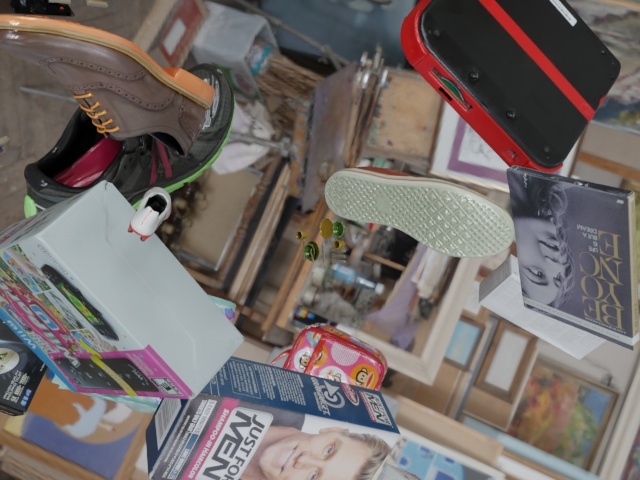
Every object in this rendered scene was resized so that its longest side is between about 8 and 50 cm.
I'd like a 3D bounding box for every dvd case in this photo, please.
[{"bbox_3d":[0.312,0.021,0.846,0.018,0.164,0.221,-33,124,-26],"label":"dvd case"}]

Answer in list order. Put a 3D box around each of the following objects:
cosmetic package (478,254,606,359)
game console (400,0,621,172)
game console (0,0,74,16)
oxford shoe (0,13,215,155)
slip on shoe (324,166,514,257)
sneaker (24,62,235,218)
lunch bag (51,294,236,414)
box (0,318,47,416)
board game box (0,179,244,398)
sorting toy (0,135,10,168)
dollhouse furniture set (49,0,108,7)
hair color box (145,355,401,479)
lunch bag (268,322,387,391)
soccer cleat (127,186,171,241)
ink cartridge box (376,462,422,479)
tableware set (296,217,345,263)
[{"bbox_3d":[0.421,0.126,1.270,0.099,0.239,0.060,-51,-166,41],"label":"cosmetic package"},{"bbox_3d":[0.353,-0.337,1.236,0.342,0.386,0.060,-52,-167,-24],"label":"game console"},{"bbox_3d":[-0.722,-0.500,1.439,0.361,0.213,0.044,-8,109,-33],"label":"game console"},{"bbox_3d":[-0.307,-0.220,0.997,0.363,0.129,0.133,16,89,-48],"label":"oxford shoe"},{"bbox_3d":[0.169,-0.061,1.150,0.101,0.331,0.123,-33,132,-52],"label":"slip on shoe"},{"bbox_3d":[-0.332,-0.186,1.257,0.483,0.185,0.202,-48,162,-29],"label":"sneaker"},{"bbox_3d":[-0.305,0.181,1.189,0.160,0.262,0.224,-26,-134,62],"label":"lunch bag"},{"bbox_3d":[-0.566,0.203,1.219,0.147,0.077,0.180,33,59,-26],"label":"box"},{"bbox_3d":[-0.261,0.070,0.771,0.224,0.303,0.097,54,54,-20],"label":"board game box"},{"bbox_3d":[-0.657,-0.128,1.280,0.132,0.046,0.274,-33,-166,17],"label":"sorting toy"},{"bbox_3d":[-0.544,-0.622,1.385,0.241,0.161,0.212,-1,136,-26],"label":"dollhouse furniture set"},{"bbox_3d":[-0.070,0.294,1.042,0.174,0.347,0.105,-61,-152,20],"label":"hair color box"},{"bbox_3d":[-0.005,0.346,1.595,0.293,0.258,0.120,-66,171,6],"label":"lunch bag"},{"bbox_3d":[-0.142,-0.030,0.590,0.036,0.029,0.083,-49,-166,23],"label":"soccer cleat"},{"bbox_3d":[0.170,0.451,1.170,0.099,0.135,0.056,34,84,-40],"label":"ink cartridge box"},{"bbox_3d":[0.000,0.000,1.550,0.024,0.154,0.104,-2,94,-42],"label":"tableware set"}]
